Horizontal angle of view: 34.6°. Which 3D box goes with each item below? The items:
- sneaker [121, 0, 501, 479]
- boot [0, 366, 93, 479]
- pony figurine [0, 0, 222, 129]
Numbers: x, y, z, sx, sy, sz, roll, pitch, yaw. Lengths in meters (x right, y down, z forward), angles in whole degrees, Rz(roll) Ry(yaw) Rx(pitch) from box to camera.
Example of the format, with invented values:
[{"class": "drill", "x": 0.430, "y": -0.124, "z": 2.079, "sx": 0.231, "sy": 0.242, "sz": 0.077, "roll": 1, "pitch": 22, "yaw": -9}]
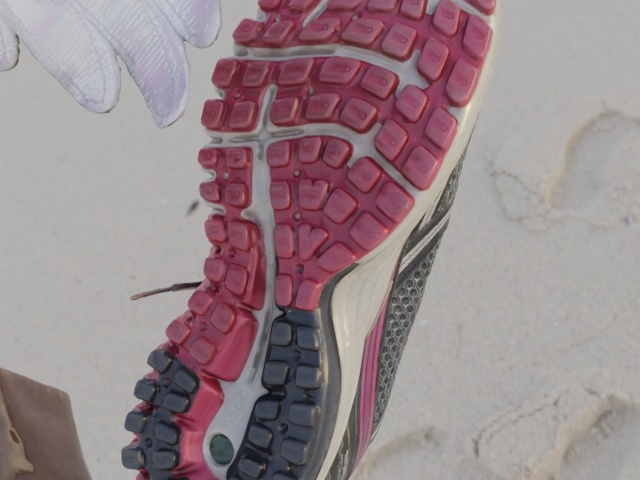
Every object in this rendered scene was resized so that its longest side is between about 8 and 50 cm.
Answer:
[{"class": "sneaker", "x": 0.000, "y": 0.000, "z": 0.487, "sx": 0.121, "sy": 0.112, "sz": 0.299, "roll": 26, "pitch": 99, "yaw": 24}, {"class": "boot", "x": -0.177, "y": 0.208, "z": 0.776, "sx": 0.090, "sy": 0.248, "sz": 0.206, "roll": -29, "pitch": 55, "yaw": 21}, {"class": "pony figurine", "x": -0.255, "y": -0.123, "z": 0.418, "sx": 0.303, "sy": 0.351, "sz": 0.363, "roll": -46, "pitch": 21, "yaw": 7}]
